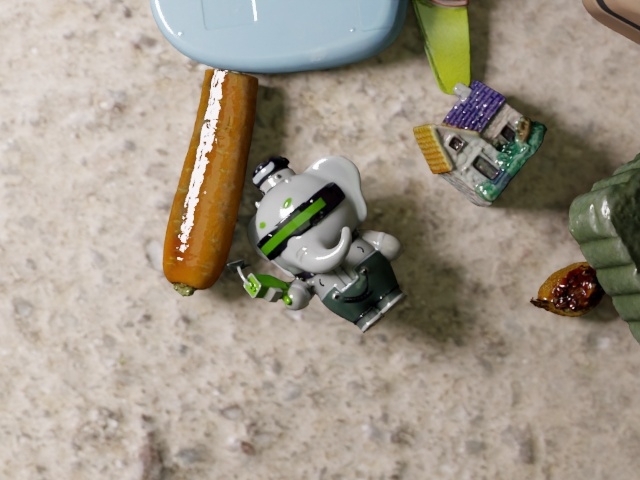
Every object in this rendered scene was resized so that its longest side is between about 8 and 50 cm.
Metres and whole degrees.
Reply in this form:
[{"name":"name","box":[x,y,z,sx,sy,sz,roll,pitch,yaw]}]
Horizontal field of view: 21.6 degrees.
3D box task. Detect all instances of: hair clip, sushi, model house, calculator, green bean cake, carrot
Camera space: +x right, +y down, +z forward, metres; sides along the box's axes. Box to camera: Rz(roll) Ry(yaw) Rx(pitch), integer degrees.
[{"name":"hair clip","box":[0.117,-0.237,1.669,0.060,0.033,0.188,-11,93,0]},{"name":"sushi","box":[0.258,0.048,1.679,0.099,0.047,0.050,-37,93,-5]},{"name":"model house","box":[0.153,-0.102,1.648,0.100,0.088,0.100,40,86,-5]},{"name":"calculator","box":[-0.019,-0.260,1.643,0.303,0.042,0.188,-8,87,6]},{"name":"green bean cake","box":[0.353,-0.002,1.639,0.183,0.094,0.185,-36,97,-22]},{"name":"carrot","box":[-0.107,-0.054,1.648,0.067,0.067,0.225,12,91,-3]}]

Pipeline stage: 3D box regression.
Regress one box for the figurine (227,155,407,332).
[{"name":"figurine","box":[0.000,0.000,1.631,0.147,0.126,0.192,-42,81,18]}]

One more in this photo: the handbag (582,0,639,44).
[{"name":"handbag","box":[0.409,-0.221,1.559,0.302,0.283,0.149,29,89,-3]}]
